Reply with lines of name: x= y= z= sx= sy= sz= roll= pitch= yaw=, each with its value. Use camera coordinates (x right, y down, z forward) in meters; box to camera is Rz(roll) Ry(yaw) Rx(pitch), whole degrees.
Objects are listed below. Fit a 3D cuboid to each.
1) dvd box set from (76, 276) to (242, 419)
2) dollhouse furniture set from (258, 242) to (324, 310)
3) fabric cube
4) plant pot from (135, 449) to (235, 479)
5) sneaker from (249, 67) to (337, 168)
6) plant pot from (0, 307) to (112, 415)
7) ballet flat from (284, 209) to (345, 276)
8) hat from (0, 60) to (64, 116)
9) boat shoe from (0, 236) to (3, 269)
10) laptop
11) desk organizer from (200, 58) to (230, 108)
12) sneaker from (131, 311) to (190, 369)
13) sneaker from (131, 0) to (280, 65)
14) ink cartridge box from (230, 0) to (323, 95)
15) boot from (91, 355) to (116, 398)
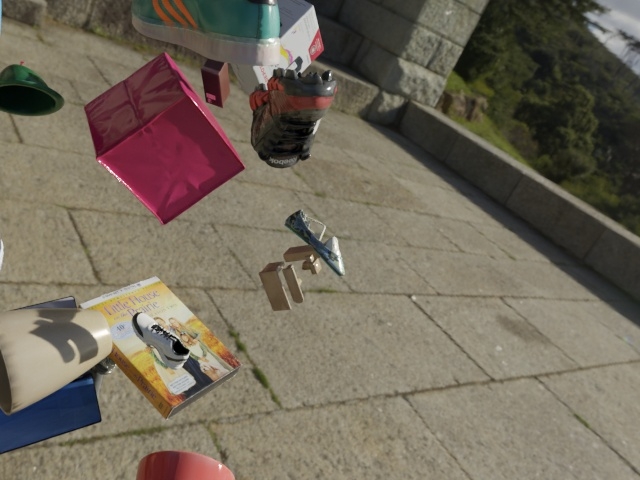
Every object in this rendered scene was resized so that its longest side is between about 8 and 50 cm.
dvd box set: x=-0.477 y=0.302 z=1.774 sx=0.420 sy=0.062 sz=0.308 roll=42 pitch=31 yaw=17
dollhouse furniture set: x=-0.060 y=0.101 z=1.657 sx=0.144 sy=0.123 sz=0.151 roll=-8 pitch=22 yaw=27
fabric cube: x=-0.383 y=-0.247 z=1.448 sx=0.254 sy=0.259 sz=0.258 roll=55 pitch=1 yaw=-46
plant pot: x=-0.383 y=0.732 z=1.568 sx=0.275 sy=0.275 sz=0.243 roll=22 pitch=41 yaw=-13
sneaker: x=-0.043 y=-0.174 z=0.870 sx=0.098 sy=0.134 sz=0.276 roll=0 pitch=4 yaw=-18
plant pot: x=-0.699 y=0.277 z=1.535 sx=0.274 sy=0.256 sz=0.256 roll=-16 pitch=45 yaw=-41
ballet flat: x=0.000 y=0.000 z=1.355 sx=0.188 sy=0.070 sz=0.070 roll=43 pitch=24 yaw=8
hat: x=-0.716 y=-0.414 z=1.425 sx=0.209 sy=0.183 sz=0.173 roll=-9 pitch=-16 yaw=23
boat shoe: x=-0.453 y=0.011 z=0.529 sx=0.302 sy=0.102 sz=0.108 roll=-5 pitch=54 yaw=-30
laptop: x=-0.868 y=0.379 z=1.698 sx=0.382 sy=0.236 sz=0.407 roll=-13 pitch=80 yaw=-22
desk organizer: x=-0.249 y=-0.380 z=1.416 sx=0.047 sy=0.050 sz=0.130 roll=20 pitch=-23 yaw=3
sneaker: x=-0.243 y=0.148 z=0.911 sx=0.109 sy=0.044 sz=0.040 roll=46 pitch=37 yaw=-6
sneaker: x=-0.145 y=-0.303 z=0.737 sx=0.108 sy=0.120 sz=0.302 roll=-14 pitch=32 yaw=-39
ink cartridge box: x=-0.084 y=-0.369 z=1.156 sx=0.072 sy=0.175 sz=0.127 roll=36 pitch=-12 yaw=22
boot: x=-0.725 y=0.457 z=1.910 sx=0.076 sy=0.208 sz=0.190 roll=21 pitch=7 yaw=-23
